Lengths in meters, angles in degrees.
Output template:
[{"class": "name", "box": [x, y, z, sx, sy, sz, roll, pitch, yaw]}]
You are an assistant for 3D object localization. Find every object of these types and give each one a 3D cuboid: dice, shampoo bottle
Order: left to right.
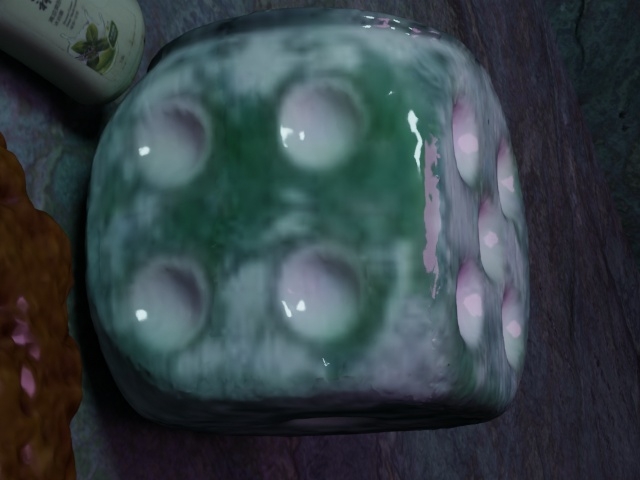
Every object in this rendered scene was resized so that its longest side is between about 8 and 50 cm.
[{"class": "shampoo bottle", "box": [-0.250, -0.209, 1.132, 0.234, 0.087, 0.118, 33, 56, -55]}, {"class": "dice", "box": [0.000, 0.000, 1.236, 0.330, 0.328, 0.348, 26, 61, -65]}]

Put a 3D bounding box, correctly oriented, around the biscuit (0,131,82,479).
[{"class": "biscuit", "box": [-0.289, 0.093, 0.817, 0.343, 0.166, 0.395, 20, 59, -61]}]
